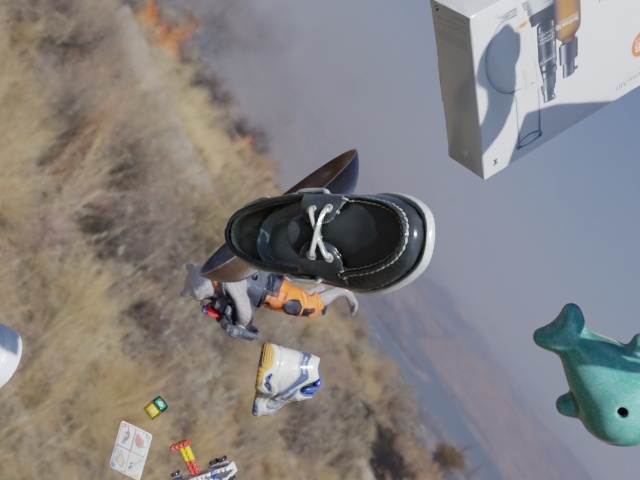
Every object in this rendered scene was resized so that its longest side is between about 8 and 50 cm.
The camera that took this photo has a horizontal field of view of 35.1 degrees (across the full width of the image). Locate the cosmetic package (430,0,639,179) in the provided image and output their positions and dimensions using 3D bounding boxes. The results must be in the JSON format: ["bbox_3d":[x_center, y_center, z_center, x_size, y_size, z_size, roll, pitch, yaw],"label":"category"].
[{"bbox_3d":[0.349,-0.302,1.514,0.097,0.377,0.284,42,-25,41],"label":"cosmetic package"}]

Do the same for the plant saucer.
[{"bbox_3d":[-0.054,-0.029,1.563,0.050,0.310,0.310,53,5,-9],"label":"plant saucer"}]

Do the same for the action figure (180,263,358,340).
[{"bbox_3d":[-0.126,0.094,2.081,0.330,0.179,0.341,7,8,-19],"label":"action figure"}]

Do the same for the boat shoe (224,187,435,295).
[{"bbox_3d":[0.000,0.000,1.097,0.091,0.114,0.302,11,-11,-34],"label":"boat shoe"}]

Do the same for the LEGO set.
[{"bbox_3d":[-0.214,0.335,1.346,0.182,0.244,0.060,22,19,13],"label":"LEGO set"}]

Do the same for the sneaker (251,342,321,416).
[{"bbox_3d":[-0.067,0.297,2.044,0.296,0.130,0.112,104,-6,-68],"label":"sneaker"}]

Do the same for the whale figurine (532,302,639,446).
[{"bbox_3d":[0.495,0.241,1.775,0.272,0.216,0.141,48,21,2],"label":"whale figurine"}]

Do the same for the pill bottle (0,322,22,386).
[{"bbox_3d":[-0.661,0.165,1.756,0.264,0.153,0.153,37,16,-46],"label":"pill bottle"}]
